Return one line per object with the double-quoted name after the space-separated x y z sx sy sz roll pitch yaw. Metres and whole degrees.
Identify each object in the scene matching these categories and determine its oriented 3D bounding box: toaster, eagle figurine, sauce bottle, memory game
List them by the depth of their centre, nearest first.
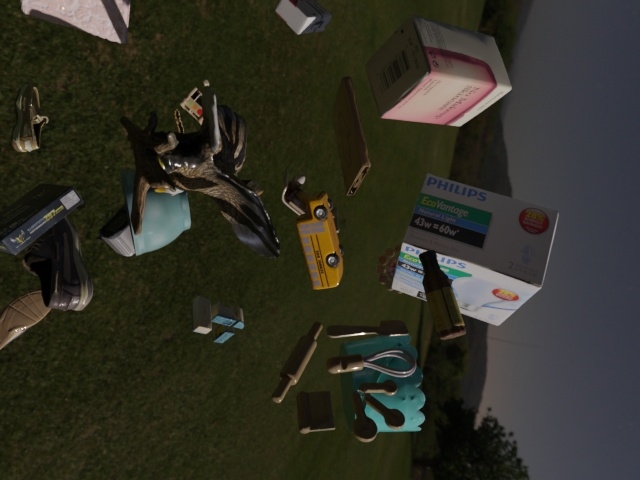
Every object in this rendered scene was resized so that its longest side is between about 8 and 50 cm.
0.173 0.077 0.704 0.042 0.042 0.128 58 20 -68 "sauce bottle"
-0.173 -0.107 0.789 0.298 0.225 0.226 15 95 -51 "eagle figurine"
0.299 0.105 1.834 0.012 0.186 0.186 33 68 -64 "memory game"
-0.846 -0.034 2.119 0.227 0.129 0.146 -58 144 -31 "toaster"

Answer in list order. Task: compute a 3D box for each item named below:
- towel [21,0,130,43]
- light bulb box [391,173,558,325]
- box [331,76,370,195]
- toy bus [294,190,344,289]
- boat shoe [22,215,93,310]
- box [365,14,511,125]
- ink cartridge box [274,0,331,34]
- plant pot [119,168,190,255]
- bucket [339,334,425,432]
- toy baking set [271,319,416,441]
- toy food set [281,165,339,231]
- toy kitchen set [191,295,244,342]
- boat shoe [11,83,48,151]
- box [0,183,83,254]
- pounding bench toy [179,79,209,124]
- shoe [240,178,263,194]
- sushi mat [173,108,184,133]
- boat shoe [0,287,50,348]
-0.791 -0.834 1.587 0.317 0.331 0.053 120 -24 -42 "towel"
0.411 0.039 1.378 0.361 0.357 0.225 81 29 -65 "light bulb box"
0.060 -0.216 1.039 0.164 0.021 0.201 117 -37 -73 "box"
0.000 0.000 1.743 0.108 0.130 0.333 -57 135 -66 "toy bus"
-0.779 0.043 1.414 0.132 0.355 0.130 -44 156 27 "boat shoe"
0.230 -0.320 0.952 0.148 0.232 0.127 -34 -115 53 "box"
-0.046 -0.628 1.346 0.056 0.099 0.135 -47 175 40 "ink cartridge box"
-0.556 -0.109 1.662 0.293 0.196 0.293 169 -90 -69 "plant pot"
0.159 0.395 1.342 0.281 0.183 0.281 175 -90 -84 "bucket"
0.046 0.204 0.760 0.256 0.196 0.030 -61 168 -50 "toy baking set"
-0.040 -0.174 2.090 0.092 0.306 0.220 -43 -156 22 "toy food set"
-0.391 0.312 1.741 0.207 0.166 0.122 23 40 -38 "toy kitchen set"
-0.742 -0.317 1.263 0.068 0.072 0.190 89 -3 -77 "boat shoe"
-0.802 -0.066 1.339 0.233 0.183 0.059 -52 135 -36 "box"
-0.261 -0.311 1.097 0.083 0.065 0.052 -48 -170 -1 "pounding bench toy"
-0.292 -0.212 1.982 0.076 0.219 0.058 -39 114 -10 "shoe"
-0.448 -0.326 1.564 0.316 0.019 0.151 -158 -125 -71 "sushi mat"
-0.980 0.260 1.544 0.103 0.092 0.285 52 55 -21 "boat shoe"
